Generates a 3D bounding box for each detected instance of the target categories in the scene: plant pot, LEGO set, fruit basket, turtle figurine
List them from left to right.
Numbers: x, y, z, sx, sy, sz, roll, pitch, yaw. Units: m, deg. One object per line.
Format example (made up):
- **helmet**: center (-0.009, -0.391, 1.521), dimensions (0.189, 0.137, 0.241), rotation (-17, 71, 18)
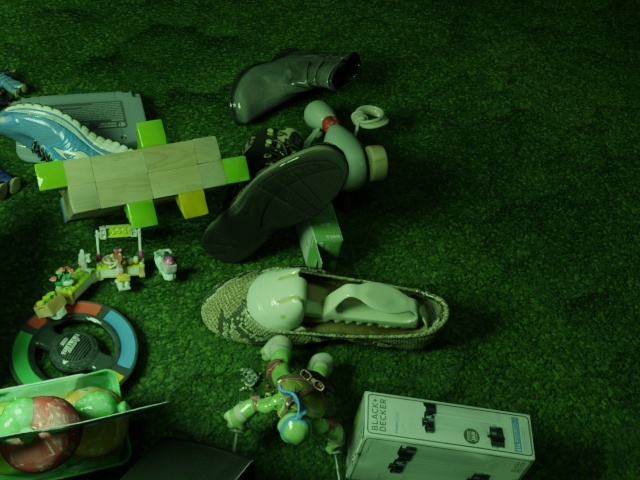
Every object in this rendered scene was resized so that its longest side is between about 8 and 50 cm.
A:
- **fruit basket**: center (-0.406, 0.271, 1.216), dimensions (0.327, 0.353, 0.165), rotation (-9, 75, -18)
- **LEGO set**: center (-0.424, 0.045, 1.559), dimensions (0.287, 0.107, 0.132), rotation (-18, 37, -34)
- **plant pot**: center (-0.215, 0.417, 1.256), dimensions (0.167, 0.188, 0.187), rotation (23, 47, 27)
- **LEGO set**: center (-0.121, 0.262, 1.509), dimensions (0.083, 0.023, 0.054), rotation (23, 48, 9)
- **turtle figurine**: center (-0.060, 0.310, 1.420), dimensions (0.198, 0.274, 0.266), rotation (-6, 26, 6)

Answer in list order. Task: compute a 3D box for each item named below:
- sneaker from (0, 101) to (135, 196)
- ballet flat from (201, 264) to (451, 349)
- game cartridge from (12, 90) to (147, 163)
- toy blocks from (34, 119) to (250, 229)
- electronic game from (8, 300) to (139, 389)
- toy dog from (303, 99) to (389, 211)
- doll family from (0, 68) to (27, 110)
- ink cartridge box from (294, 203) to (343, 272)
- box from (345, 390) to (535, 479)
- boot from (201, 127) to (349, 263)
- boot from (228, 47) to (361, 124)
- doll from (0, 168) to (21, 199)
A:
- **sneaker**: center (-0.537, -0.173, 1.717), dimensions (0.330, 0.130, 0.147), rotation (26, 69, -10)
- **ballet flat**: center (0.018, 0.119, 1.550), dimensions (0.483, 0.182, 0.164), rotation (5, 70, -7)
- **game cartridge**: center (-0.549, -0.259, 1.873), dimensions (0.294, 0.060, 0.196), rotation (-7, 47, -17)
- **toy blocks**: center (-0.364, -0.112, 1.606), dimensions (0.381, 0.261, 0.190), rotation (-13, 90, -23)
- **electronic game**: center (-0.446, 0.203, 1.479), dimensions (0.229, 0.048, 0.229), rotation (6, 48, -6)
- **toy dog**: center (0.042, -0.191, 1.898), dimensions (0.220, 0.161, 0.333), rotation (8, 33, -1)
- **doll family**: center (-0.774, -0.334, 1.884), dimensions (0.111, 0.076, 0.193), rotation (27, 44, 18)
- **ink cartridge box**: center (0.000, 0.000, 1.713), dimensions (0.062, 0.109, 0.209), rotation (-4, 49, -15)
- **box**: center (0.198, 0.355, 1.394), dimensions (0.290, 0.169, 0.087), rotation (8, 47, -4)
- **boot**: center (-0.082, -0.140, 1.686), dimensions (0.138, 0.377, 0.284), rotation (37, 37, -21)
- **boot**: center (-0.057, -0.390, 1.995), dimensions (0.223, 0.118, 0.338), rotation (10, 43, 32)
- **doll**: center (-0.738, -0.151, 1.734), dimensions (0.189, 0.046, 0.129), rotation (28, 34, 16)
